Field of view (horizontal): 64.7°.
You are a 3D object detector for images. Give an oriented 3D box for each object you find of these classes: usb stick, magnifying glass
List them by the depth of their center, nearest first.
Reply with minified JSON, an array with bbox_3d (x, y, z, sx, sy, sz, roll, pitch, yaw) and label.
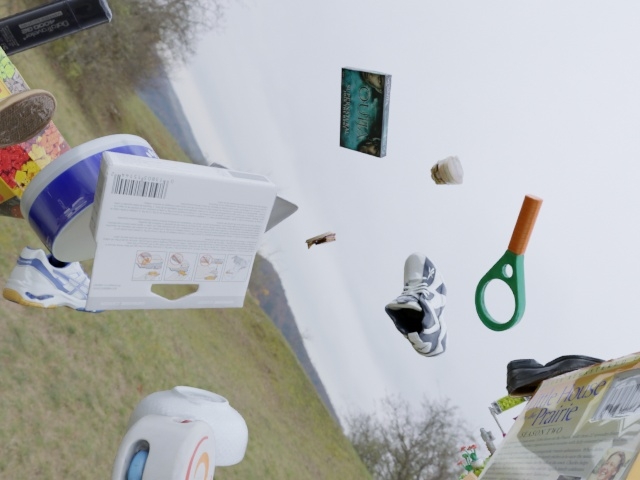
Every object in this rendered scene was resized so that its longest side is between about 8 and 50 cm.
[{"bbox_3d":[0.304,0.040,0.802,0.092,0.026,0.231,43,-50,53],"label":"magnifying glass"},{"bbox_3d":[-0.616,-0.494,1.145,0.045,0.277,0.077,-120,-170,-52],"label":"usb stick"}]

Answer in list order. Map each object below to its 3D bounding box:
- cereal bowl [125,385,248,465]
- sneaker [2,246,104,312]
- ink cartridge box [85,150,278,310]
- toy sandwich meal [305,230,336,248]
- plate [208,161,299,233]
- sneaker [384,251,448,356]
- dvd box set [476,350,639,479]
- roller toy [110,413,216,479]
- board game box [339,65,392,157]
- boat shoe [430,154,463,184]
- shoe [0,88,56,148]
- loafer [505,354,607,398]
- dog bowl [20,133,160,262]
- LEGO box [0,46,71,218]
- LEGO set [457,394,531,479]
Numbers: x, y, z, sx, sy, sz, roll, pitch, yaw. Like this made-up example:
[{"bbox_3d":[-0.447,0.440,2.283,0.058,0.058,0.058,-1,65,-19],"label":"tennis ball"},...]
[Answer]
[{"bbox_3d":[-0.358,0.502,1.423,0.339,0.338,0.141,122,-16,-79],"label":"cereal bowl"},{"bbox_3d":[-0.573,0.090,1.161,0.296,0.111,0.131,43,60,-75],"label":"sneaker"},{"bbox_3d":[-0.247,-0.005,0.894,0.066,0.296,0.261,43,-59,47],"label":"ink cartridge box"},{"bbox_3d":[0.000,0.000,1.308,0.085,0.085,0.029,165,-96,-81],"label":"toy sandwich meal"},{"bbox_3d":[-0.246,-0.093,1.365,0.278,0.277,0.045,27,45,-36],"label":"plate"},{"bbox_3d":[0.196,0.115,1.052,0.153,0.094,0.235,35,51,-51],"label":"sneaker"},{"bbox_3d":[0.220,0.300,0.521,0.062,0.420,0.308,41,-23,11],"label":"dvd box set"},{"bbox_3d":[-0.291,0.425,0.939,0.209,0.146,0.191,-61,154,-69],"label":"roller toy"},{"bbox_3d":[0.099,-0.291,1.149,0.126,0.026,0.186,24,-53,36],"label":"board game box"},{"bbox_3d":[0.255,-0.137,1.033,0.063,0.059,0.170,69,23,-2],"label":"boat shoe"},{"bbox_3d":[-0.497,-0.165,0.745,0.058,0.219,0.077,33,-31,17],"label":"shoe"},{"bbox_3d":[0.381,0.225,0.808,0.170,0.061,0.062,-22,-63,42],"label":"loafer"},{"bbox_3d":[-0.415,-0.077,0.969,0.104,0.264,0.265,52,-11,7],"label":"dog bowl"},{"bbox_3d":[-0.828,-0.246,1.006,0.373,0.499,0.193,82,18,-56],"label":"LEGO box"},{"bbox_3d":[0.322,0.346,0.889,0.132,0.286,0.107,99,-34,-71],"label":"LEGO set"}]
